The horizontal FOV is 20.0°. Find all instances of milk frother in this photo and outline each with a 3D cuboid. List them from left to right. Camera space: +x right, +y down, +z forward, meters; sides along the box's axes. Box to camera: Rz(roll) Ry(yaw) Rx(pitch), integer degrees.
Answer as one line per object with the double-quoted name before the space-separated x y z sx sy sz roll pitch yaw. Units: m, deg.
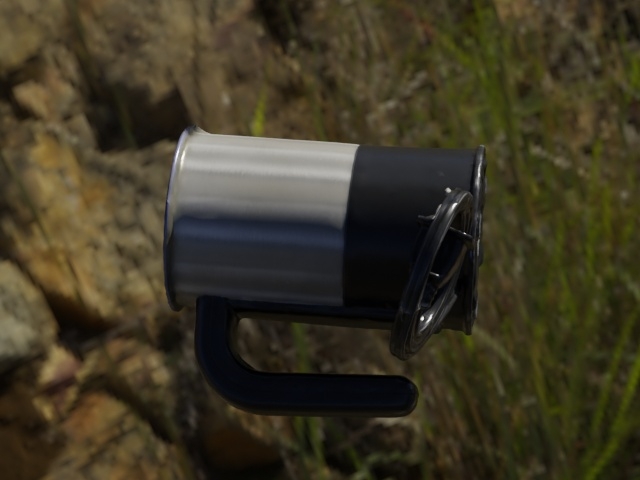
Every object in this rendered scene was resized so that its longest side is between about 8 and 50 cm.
"milk frother" 0.000 0.000 0.763 0.134 0.143 0.129 3 61 6
